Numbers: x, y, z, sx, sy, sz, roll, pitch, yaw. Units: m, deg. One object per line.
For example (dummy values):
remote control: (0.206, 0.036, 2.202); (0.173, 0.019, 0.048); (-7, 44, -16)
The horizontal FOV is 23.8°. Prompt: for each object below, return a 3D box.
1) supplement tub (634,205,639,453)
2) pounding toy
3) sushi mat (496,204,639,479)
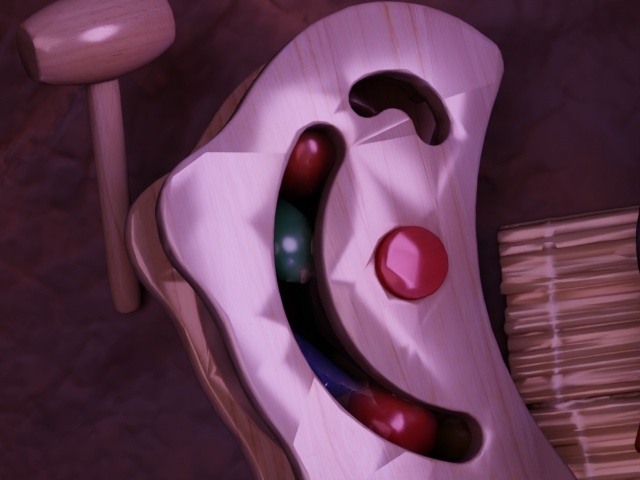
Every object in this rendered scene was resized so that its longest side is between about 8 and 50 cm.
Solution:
supplement tub: (0.232, -0.065, 0.505); (0.207, 0.207, 0.338); (17, 85, 12)
pounding toy: (0.000, 0.000, 0.634); (0.154, 0.155, 0.269); (-28, 92, -19)
sushi mat: (0.235, 0.046, 0.609); (0.316, 0.019, 0.151); (-8, 86, 11)
